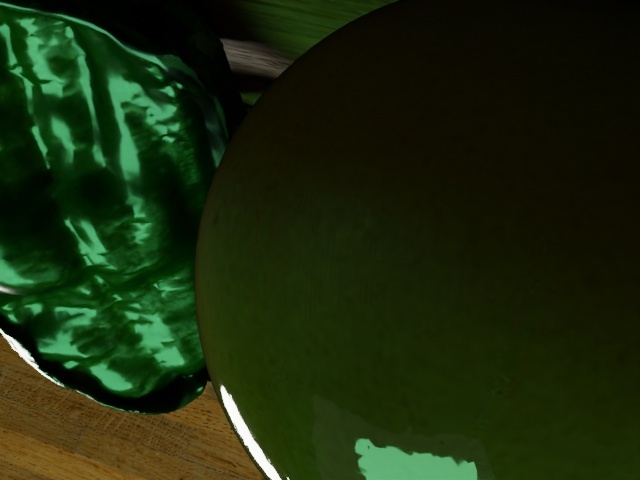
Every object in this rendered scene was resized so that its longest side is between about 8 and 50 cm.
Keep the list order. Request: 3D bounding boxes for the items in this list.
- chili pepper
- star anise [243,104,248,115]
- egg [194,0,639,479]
[{"bbox_3d":[-0.144,-0.065,1.030,0.385,0.213,0.167,56,-169,-47],"label":"chili pepper"},{"bbox_3d":[-0.098,-0.076,1.218,0.181,0.061,0.204,17,172,14],"label":"star anise"},{"bbox_3d":[0.104,0.028,0.750,0.322,0.250,0.250,16,175,-30],"label":"egg"}]
